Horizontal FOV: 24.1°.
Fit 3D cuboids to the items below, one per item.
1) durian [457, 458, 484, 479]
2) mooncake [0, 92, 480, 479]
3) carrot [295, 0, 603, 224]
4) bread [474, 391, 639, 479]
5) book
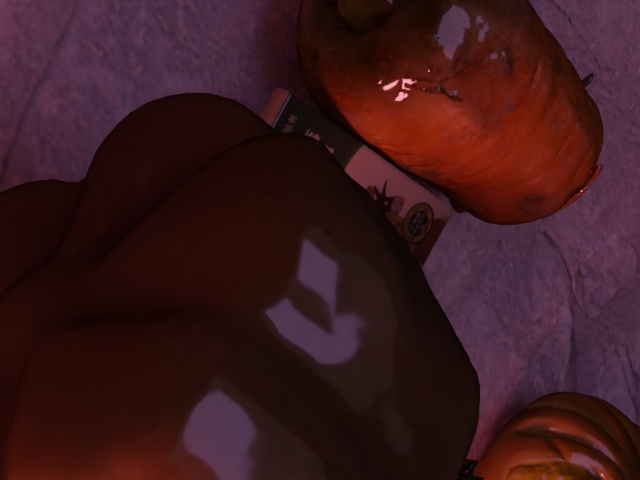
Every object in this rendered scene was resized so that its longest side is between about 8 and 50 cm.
[{"bbox_3d":[0.028,0.245,1.335,0.291,0.225,0.291,26,52,-38],"label":"durian"},{"bbox_3d":[-0.132,0.122,1.030,0.262,0.467,0.467,53,51,-29],"label":"mooncake"},{"bbox_3d":[0.130,-0.164,1.509,0.341,0.224,0.224,35,62,-50],"label":"carrot"},{"bbox_3d":[0.305,0.321,1.702,0.333,0.160,0.333,7,81,-47],"label":"bread"},{"bbox_3d":[0.000,0.000,1.442,0.264,0.027,0.202,33,85,-41],"label":"book"}]
